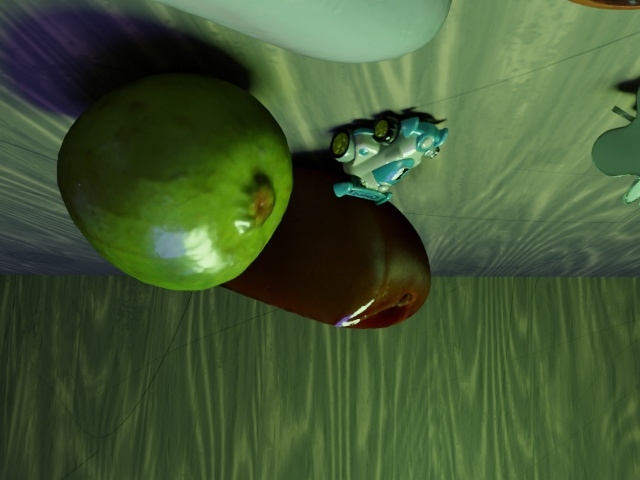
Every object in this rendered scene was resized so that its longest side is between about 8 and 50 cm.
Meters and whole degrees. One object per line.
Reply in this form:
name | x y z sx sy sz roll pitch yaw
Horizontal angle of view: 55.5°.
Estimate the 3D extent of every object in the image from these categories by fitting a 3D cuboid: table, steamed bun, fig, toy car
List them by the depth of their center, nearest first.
fig | -0.191 -0.080 0.744 0.327 0.257 0.258 16 -179 40
table | 0.454 -0.107 0.750 0.167 0.166 0.198 -8 174 41
toy car | 0.102 -0.113 0.878 0.126 0.098 0.162 8 170 -40
steamed bun | 0.000 0.000 1.068 0.380 0.248 0.235 14 180 34

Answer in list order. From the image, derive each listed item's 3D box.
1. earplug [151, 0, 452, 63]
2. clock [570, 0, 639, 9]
earplug | -0.012 -0.187 0.367 0.173 0.172 0.301 -8 172 40
clock | 0.245 -0.220 0.406 0.206 0.051 0.205 1 171 0
